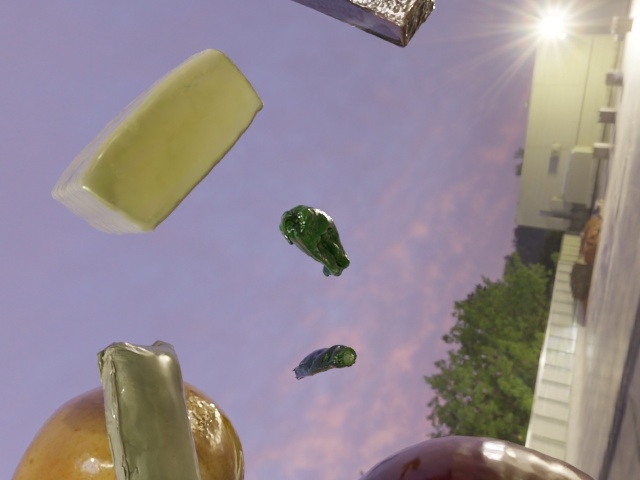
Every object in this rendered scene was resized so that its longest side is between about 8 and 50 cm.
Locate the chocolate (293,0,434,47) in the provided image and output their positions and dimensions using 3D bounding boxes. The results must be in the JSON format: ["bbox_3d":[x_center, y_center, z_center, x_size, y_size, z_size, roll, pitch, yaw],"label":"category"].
[{"bbox_3d":[0.044,-0.468,1.047,0.112,0.321,0.112,-60,-14,-2],"label":"chocolate"}]

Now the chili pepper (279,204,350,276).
[{"bbox_3d":[-0.005,0.002,1.077,0.257,0.074,0.100,43,-111,-51],"label":"chili pepper"}]

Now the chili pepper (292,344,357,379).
[{"bbox_3d":[0.000,0.298,1.407,0.098,0.224,0.061,-28,-89,-36],"label":"chili pepper"}]

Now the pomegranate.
[{"bbox_3d":[-0.298,0.432,0.956,0.416,0.416,0.417,9,-90,-67],"label":"pomegranate"}]

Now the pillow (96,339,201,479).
[{"bbox_3d":[-0.178,0.201,0.607,0.119,0.053,0.208,25,-135,-62],"label":"pillow"}]

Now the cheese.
[{"bbox_3d":[-0.231,-0.124,0.779,0.124,0.265,0.243,42,-110,-24],"label":"cheese"}]

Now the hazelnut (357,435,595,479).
[{"bbox_3d":[0.215,0.428,0.691,0.402,0.429,0.402,-46,-30,-37],"label":"hazelnut"}]
